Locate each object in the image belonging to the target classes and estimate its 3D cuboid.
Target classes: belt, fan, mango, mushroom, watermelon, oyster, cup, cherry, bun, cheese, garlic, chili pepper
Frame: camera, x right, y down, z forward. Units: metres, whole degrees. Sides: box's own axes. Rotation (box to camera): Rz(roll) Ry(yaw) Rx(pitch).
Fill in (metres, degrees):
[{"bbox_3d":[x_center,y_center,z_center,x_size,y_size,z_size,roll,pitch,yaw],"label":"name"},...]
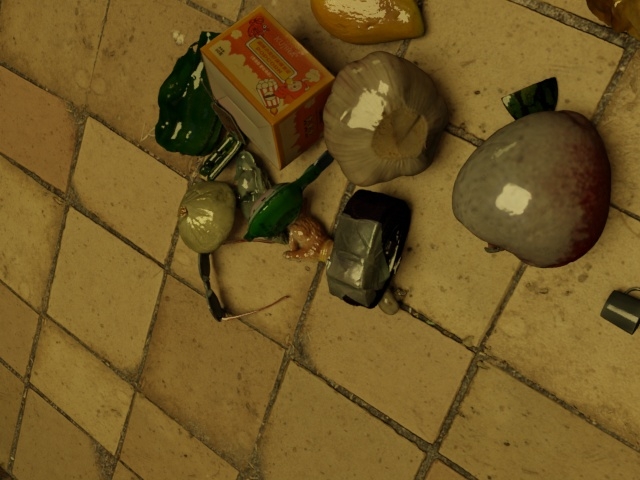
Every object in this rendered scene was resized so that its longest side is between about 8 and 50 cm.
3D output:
[{"bbox_3d":[0.128,0.026,1.868,0.164,0.184,0.289,20,94,30],"label":"belt"},{"bbox_3d":[-0.266,-0.344,1.993,0.132,0.009,0.220,36,162,48],"label":"fan"},{"bbox_3d":[0.106,-0.560,1.811,0.316,0.119,0.177,19,114,18],"label":"mango"},{"bbox_3d":[0.185,0.148,1.950,0.079,0.085,0.085,-29,83,-1],"label":"mushroom"},{"bbox_3d":[0.453,-0.314,1.667,0.094,0.135,0.125,-124,45,-55],"label":"watermelon"},{"bbox_3d":[-0.172,-0.124,2.100,0.252,0.087,0.199,41,129,27],"label":"oyster"},{"bbox_3d":[0.670,0.145,1.640,0.077,0.078,0.100,30,81,28],"label":"cup"},{"bbox_3d":[0.446,-0.110,1.601,0.326,0.291,0.335,2,98,14],"label":"cherry"},{"bbox_3d":[-0.343,-0.076,2.157,0.220,0.134,0.221,-23,60,45],"label":"bun"},{"bbox_3d":[-0.083,-0.115,1.959,0.083,0.204,0.320,43,89,13],"label":"cheese"},{"bbox_3d":[0.148,-0.292,1.761,0.259,0.317,0.318,-135,51,-62],"label":"garlic"},{"bbox_3d":[-0.358,-0.415,2.109,0.213,0.167,0.385,27,111,22],"label":"chili pepper"}]

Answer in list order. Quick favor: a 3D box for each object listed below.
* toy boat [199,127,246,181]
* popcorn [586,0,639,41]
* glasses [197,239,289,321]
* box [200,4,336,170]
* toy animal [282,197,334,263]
[{"bbox_3d":[-0.267,-0.258,2.131,0.210,0.052,0.104,-47,32,18],"label":"toy boat"},{"bbox_3d":[0.660,-0.463,1.406,0.332,0.265,0.225,38,115,0],"label":"popcorn"},{"bbox_3d":[-0.224,0.110,2.217,0.268,0.118,0.234,-11,93,14],"label":"glasses"},{"bbox_3d":[-0.120,-0.379,1.884,0.214,0.259,0.283,-40,75,-14],"label":"box"},{"bbox_3d":[0.010,-0.010,2.007,0.185,0.104,0.184,15,100,34],"label":"toy animal"}]
